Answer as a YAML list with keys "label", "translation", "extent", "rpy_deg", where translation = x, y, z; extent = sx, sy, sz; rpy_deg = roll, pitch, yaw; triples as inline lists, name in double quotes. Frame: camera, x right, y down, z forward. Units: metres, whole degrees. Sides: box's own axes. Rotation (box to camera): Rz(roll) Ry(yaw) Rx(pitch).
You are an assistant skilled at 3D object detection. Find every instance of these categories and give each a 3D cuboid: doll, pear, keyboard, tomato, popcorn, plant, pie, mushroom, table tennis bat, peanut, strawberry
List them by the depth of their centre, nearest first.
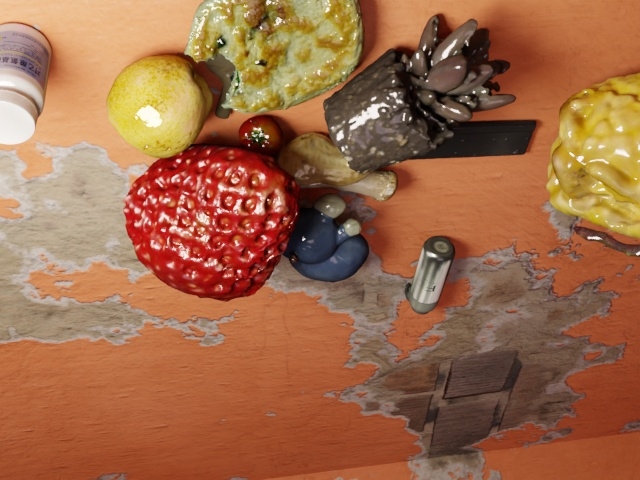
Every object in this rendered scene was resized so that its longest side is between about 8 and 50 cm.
- label: "pie"
  translation: [-0.066, -0.329, 1.230]
  extent: [0.302, 0.067, 0.302]
  rpy_deg: [-7, 139, -7]
- label: "pear"
  translation: [-0.270, -0.232, 1.266]
  extent: [0.178, 0.178, 0.178]
  rpy_deg: [-6, 142, -4]
- label: "table tennis bat"
  translation: [-0.147, -0.308, 1.297]
  extent: [0.131, 0.022, 0.234]
  rpy_deg: [6, 138, -21]
- label: "plant"
  translation: [0.175, -0.246, 1.304]
  extent: [0.320, 0.181, 0.194]
  rpy_deg: [-26, 131, 20]
- label: "strawberry"
  translation: [-0.179, -0.040, 1.368]
  extent: [0.317, 0.295, 0.345]
  rpy_deg: [54, 148, -9]
- label: "tomato"
  translation: [-0.111, -0.193, 1.402]
  extent: [0.087, 0.087, 0.075]
  rpy_deg: [-15, 177, 8]
- label: "popcorn"
  translation: [0.596, -0.130, 1.414]
  extent: [0.349, 0.382, 0.349]
  rpy_deg: [8, 146, 5]
- label: "peanut"
  translation: [0.017, -0.158, 1.450]
  extent: [0.229, 0.098, 0.103]
  rpy_deg: [-4, 129, -11]
- label: "keyboard"
  translation: [0.282, -0.205, 1.511]
  extent: [0.309, 0.018, 0.101]
  rpy_deg: [-3, 143, -7]
- label: "mushroom"
  translation: [0.054, -0.122, 1.537]
  extent: [0.209, 0.071, 0.084]
  rpy_deg: [5, -178, -9]
- label: "doll"
  translation: [0.000, 0.000, 1.612]
  extent: [0.228, 0.154, 0.258]
  rpy_deg: [-2, 163, 28]

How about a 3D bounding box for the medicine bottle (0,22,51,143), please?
- label: "medicine bottle"
  translation: [-0.484, -0.247, 1.166]
  extent: [0.102, 0.187, 0.103]
  rpy_deg: [-5, 142, -4]

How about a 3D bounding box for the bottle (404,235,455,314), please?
- label: "bottle"
  translation: [0.265, 0.089, 1.839]
  extent: [0.096, 0.079, 0.254]
  rpy_deg: [27, 144, 16]
